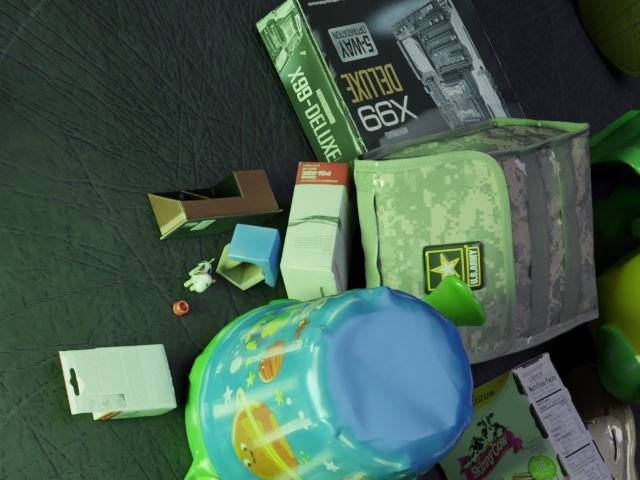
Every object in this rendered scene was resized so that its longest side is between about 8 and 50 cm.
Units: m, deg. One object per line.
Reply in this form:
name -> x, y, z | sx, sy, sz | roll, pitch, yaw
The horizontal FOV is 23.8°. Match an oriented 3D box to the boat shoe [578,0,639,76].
boat shoe -> 0.416, -0.376, 2.164 | 0.098, 0.109, 0.302 | -17, 75, -45

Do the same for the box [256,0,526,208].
box -> 0.094, -0.184, 1.785 | 0.307, 0.076, 0.242 | -19, 82, -46

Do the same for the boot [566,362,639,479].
boot -> 0.282, 0.238, 1.732 | 0.165, 0.077, 0.213 | 9, 65, -37

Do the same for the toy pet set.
toy pet set -> -0.069, 0.049, 1.521 | 0.122, 0.065, 0.114 | 36, 48, -24

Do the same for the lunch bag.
lunch bag -> 0.159, 0.003, 1.636 | 0.287, 0.169, 0.235 | -17, 108, -40

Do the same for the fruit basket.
fruit basket -> 0.416, 0.053, 1.837 | 0.392, 0.283, 0.392 | 2, 86, -23

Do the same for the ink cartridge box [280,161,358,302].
ink cartridge box -> 0.000, 0.000, 1.582 | 0.099, 0.056, 0.135 | 78, 18, -54

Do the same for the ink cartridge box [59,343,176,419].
ink cartridge box -> -0.191, 0.131, 1.393 | 0.115, 0.029, 0.062 | 0, 69, -41

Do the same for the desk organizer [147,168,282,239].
desk organizer -> -0.108, -0.038, 1.547 | 0.130, 0.047, 0.050 | -7, 71, -44

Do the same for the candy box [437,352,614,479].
candy box -> 0.221, 0.256, 1.599 | 0.071, 0.159, 0.233 | -17, 77, -46

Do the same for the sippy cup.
sippy cup -> 0.021, 0.146, 1.396 | 0.240, 0.224, 0.305 | 22, 65, -18
